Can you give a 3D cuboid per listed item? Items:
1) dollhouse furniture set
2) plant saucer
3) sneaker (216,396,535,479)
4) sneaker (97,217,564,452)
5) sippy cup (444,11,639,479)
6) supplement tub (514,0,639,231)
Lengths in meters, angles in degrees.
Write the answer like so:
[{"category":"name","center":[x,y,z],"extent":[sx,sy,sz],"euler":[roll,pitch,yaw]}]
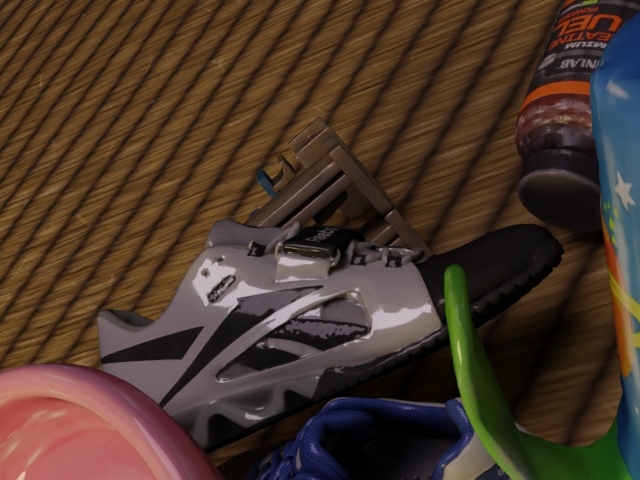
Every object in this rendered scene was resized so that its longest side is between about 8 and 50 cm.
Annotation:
[{"category":"dollhouse furniture set","center":[0.000,0.000,0.970],"extent":[0.129,0.129,0.183],"euler":[-40,12,4]},{"category":"plant saucer","center":[-0.144,0.242,0.765],"extent":[0.332,0.084,0.332],"euler":[-2,87,40]},{"category":"sneaker","center":[0.010,0.147,0.784],"extent":[0.297,0.131,0.111],"euler":[-15,46,33]},{"category":"sneaker","center":[-0.009,0.036,0.808],"extent":[0.331,0.122,0.146],"euler":[-24,81,11]},{"category":"sippy cup","center":[0.218,0.002,0.507],"extent":[0.305,0.224,0.240],"euler":[-33,28,-22]},{"category":"supplement tub","center":[0.204,-0.104,0.876],"extent":[0.106,0.106,0.197],"euler":[-3,52,41]}]
